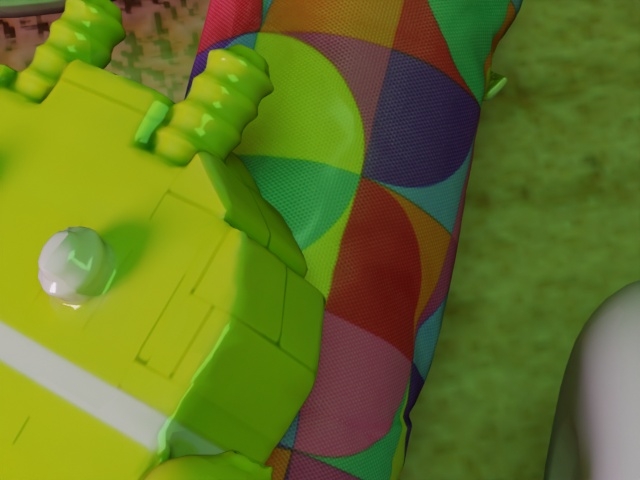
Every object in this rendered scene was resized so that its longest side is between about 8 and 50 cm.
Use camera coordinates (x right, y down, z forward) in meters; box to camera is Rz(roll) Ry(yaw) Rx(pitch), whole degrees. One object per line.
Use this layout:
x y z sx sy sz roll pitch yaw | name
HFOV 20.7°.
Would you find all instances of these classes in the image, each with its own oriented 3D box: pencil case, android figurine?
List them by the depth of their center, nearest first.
-0.105 0.058 0.473 0.248 0.056 0.273 26 83 40 | android figurine
0.000 0.000 0.535 0.104 0.104 0.236 15 71 6 | pencil case

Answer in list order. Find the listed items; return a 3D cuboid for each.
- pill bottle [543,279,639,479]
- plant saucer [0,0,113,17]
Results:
0.221 0.107 0.449 0.323 0.181 0.181 4 70 2 | pill bottle
-0.110 -0.198 0.637 0.278 0.041 0.278 0 70 1 | plant saucer
